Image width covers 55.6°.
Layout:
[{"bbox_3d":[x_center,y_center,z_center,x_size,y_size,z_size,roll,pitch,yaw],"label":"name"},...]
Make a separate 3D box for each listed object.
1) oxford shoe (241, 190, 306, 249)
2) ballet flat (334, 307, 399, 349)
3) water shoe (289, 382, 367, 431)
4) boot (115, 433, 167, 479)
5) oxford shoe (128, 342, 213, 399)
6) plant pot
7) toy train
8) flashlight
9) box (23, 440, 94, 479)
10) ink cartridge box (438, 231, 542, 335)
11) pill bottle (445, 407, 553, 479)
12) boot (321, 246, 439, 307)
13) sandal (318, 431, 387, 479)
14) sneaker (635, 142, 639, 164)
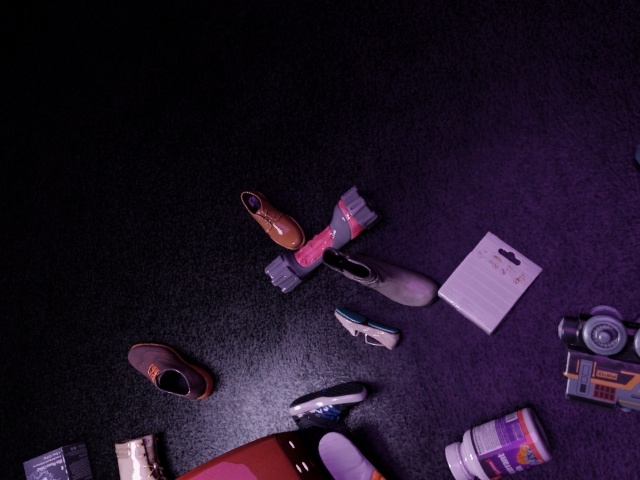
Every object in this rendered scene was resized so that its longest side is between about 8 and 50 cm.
[{"bbox_3d":[-0.125,-0.050,1.525,0.212,0.076,0.076,40,98,21],"label":"oxford shoe"},{"bbox_3d":[0.100,0.207,1.405,0.168,0.057,0.053,20,102,25],"label":"ballet flat"},{"bbox_3d":[0.027,0.390,1.418,0.203,0.073,0.080,-19,98,25],"label":"water shoe"},{"bbox_3d":[-0.424,0.607,1.572,0.261,0.095,0.204,-12,78,27],"label":"boot"},{"bbox_3d":[-0.413,0.337,1.592,0.271,0.098,0.097,16,90,25],"label":"oxford shoe"},{"bbox_3d":[-0.122,0.575,1.363,0.235,0.267,0.267,-37,70,1],"label":"plant pot"},{"bbox_3d":[0.615,0.236,1.134,0.333,0.142,0.191,9,99,23],"label":"toy train"},{"bbox_3d":[0.000,0.000,1.443,0.304,0.103,0.103,-38,81,13],"label":"flashlight"},{"bbox_3d":[-0.727,0.667,1.698,0.155,0.093,0.159,-25,75,19],"label":"box"},{"bbox_3d":[0.365,0.092,1.317,0.145,0.045,0.179,39,82,23],"label":"ink cartridge box"},{"bbox_3d":[0.358,0.423,1.233,0.193,0.108,0.108,-29,73,19],"label":"pill bottle"},{"bbox_3d":[0.129,0.084,1.346,0.246,0.161,0.084,20,93,25],"label":"boot"},{"bbox_3d":[0.094,0.538,1.354,0.101,0.076,0.265,-35,81,-8],"label":"sandal"},{"bbox_3d":[0.672,-0.043,1.146,0.131,0.112,0.319,-33,71,14],"label":"sneaker"}]
